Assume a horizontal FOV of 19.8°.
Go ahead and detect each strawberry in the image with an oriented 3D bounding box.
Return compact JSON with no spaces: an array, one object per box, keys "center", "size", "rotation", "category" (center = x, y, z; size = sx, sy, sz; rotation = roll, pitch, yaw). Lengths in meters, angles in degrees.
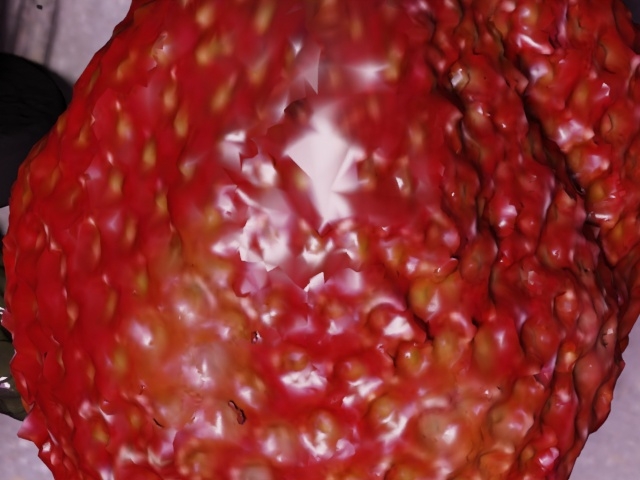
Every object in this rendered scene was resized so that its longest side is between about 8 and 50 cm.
[{"center":[0.000,0.000,0.678],"size":[0.238,0.250,0.288],"rotation":[13,146,15],"category":"strawberry"}]

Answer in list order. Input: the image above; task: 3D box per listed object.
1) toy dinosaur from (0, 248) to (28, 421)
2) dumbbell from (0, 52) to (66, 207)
[{"center":[-0.149,0.055,0.899],"size":[0.187,0.087,0.179],"rotation":[36,161,14],"category":"toy dinosaur"},{"center":[-0.149,-0.114,0.755],"size":[0.100,0.100,0.191],"rotation":[16,122,9],"category":"dumbbell"}]
